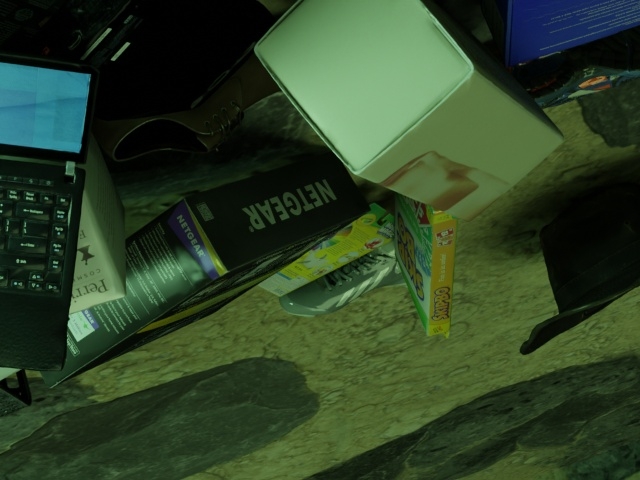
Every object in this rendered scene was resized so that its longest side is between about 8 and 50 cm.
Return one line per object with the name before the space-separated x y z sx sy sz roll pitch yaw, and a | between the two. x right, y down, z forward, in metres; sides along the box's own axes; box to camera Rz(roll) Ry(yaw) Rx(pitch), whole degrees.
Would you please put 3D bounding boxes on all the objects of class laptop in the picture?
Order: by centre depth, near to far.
laptop | -0.289 -0.020 1.022 0.234 0.264 0.136 7 -167 -10

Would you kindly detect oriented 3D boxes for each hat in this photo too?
hat | 0.366 0.008 1.814 0.331 0.134 0.331 -30 172 -5

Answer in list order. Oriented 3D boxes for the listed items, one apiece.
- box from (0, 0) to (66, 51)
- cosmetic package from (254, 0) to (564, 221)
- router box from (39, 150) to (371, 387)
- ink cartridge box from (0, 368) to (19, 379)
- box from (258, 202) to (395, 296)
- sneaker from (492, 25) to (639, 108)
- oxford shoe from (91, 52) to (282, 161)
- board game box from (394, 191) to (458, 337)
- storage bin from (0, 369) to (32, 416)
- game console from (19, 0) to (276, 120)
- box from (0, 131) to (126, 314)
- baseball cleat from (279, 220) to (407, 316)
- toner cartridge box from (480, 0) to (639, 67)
box | -0.293 -0.160 1.043 0.216 0.060 0.270 -33 153 29
cosmetic package | 0.086 -0.124 1.220 0.129 0.153 0.296 -42 159 13
router box | -0.120 0.022 1.411 0.243 0.081 0.309 -33 176 28
ink cartridge box | -0.349 0.055 1.355 0.063 0.150 0.109 -29 155 30
box | 0.000 0.000 1.634 0.179 0.043 0.105 -25 155 17
sneaker | 0.266 -0.183 1.417 0.221 0.083 0.087 -13 170 -1
oxford shoe | -0.089 -0.120 1.241 0.227 0.096 0.083 -19 155 -4
board game box | 0.113 -0.004 1.550 0.039 0.124 0.259 -16 145 -6
storage bin | -0.385 0.117 1.491 0.084 0.122 0.180 -21 156 5
game console | -0.050 -0.221 1.037 0.361 0.044 0.213 -43 164 15
box | -0.267 -0.010 1.204 0.181 0.182 0.119 -20 116 0
baseball cleat | 0.046 0.026 1.713 0.205 0.072 0.109 -18 143 -15
toner cartridge box | 0.315 -0.272 1.243 0.347 0.075 0.165 -18 157 -3
